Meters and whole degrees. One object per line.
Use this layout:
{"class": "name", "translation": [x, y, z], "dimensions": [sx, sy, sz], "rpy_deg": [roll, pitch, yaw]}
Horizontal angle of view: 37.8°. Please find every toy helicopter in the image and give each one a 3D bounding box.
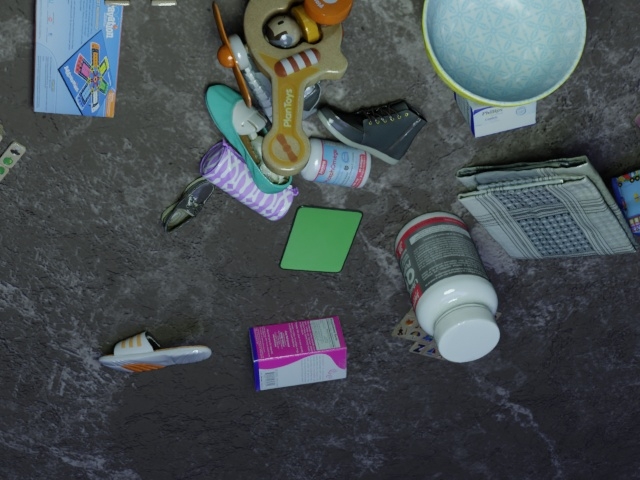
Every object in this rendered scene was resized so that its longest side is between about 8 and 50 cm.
{"class": "toy helicopter", "translation": [-0.071, -0.278, 1.574], "dimensions": [0.235, 0.355, 0.140], "rpy_deg": [3, 161, -7]}

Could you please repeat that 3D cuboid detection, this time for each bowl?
{"class": "bowl", "translation": [0.311, -0.368, 1.677], "dimensions": [0.289, 0.289, 0.156], "rpy_deg": [-10, 177, -4]}

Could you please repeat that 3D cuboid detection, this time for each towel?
{"class": "towel", "translation": [0.477, -0.055, 1.992], "dimensions": [0.312, 0.056, 0.324], "rpy_deg": [-3, 143, 40]}

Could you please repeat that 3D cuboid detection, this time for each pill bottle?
{"class": "pill bottle", "translation": [0.276, 0.100, 2.007], "dimensions": [0.176, 0.318, 0.176], "rpy_deg": [-6, 132, -7]}
{"class": "pill bottle", "translation": [0.013, -0.157, 1.865], "dimensions": [0.160, 0.087, 0.087], "rpy_deg": [7, 130, -20]}

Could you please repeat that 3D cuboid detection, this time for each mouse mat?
{"class": "mouse mat", "translation": [0.000, 0.000, 2.063], "dimensions": [0.152, 0.007, 0.190], "rpy_deg": [5, 132, -18]}

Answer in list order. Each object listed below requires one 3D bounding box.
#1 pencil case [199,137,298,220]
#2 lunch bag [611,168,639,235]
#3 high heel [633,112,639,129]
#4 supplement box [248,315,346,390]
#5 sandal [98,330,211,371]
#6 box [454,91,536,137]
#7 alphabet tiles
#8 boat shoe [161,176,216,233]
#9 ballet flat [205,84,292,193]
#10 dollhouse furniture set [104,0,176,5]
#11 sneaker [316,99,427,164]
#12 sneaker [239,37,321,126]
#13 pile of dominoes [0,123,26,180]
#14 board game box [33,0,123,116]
{"class": "pencil case", "translation": [-0.141, -0.117, 1.864], "dimensions": [0.206, 0.086, 0.088], "rpy_deg": [31, 123, -34]}
{"class": "lunch bag", "translation": [0.814, -0.075, 2.066], "dimensions": [0.221, 0.138, 0.293], "rpy_deg": [-21, 154, 34]}
{"class": "high heel", "translation": [0.778, -0.196, 1.997], "dimensions": [0.244, 0.117, 0.082], "rpy_deg": [24, 122, -31]}
{"class": "supplement box", "translation": [-0.054, 0.268, 2.222], "dimensions": [0.220, 0.114, 0.111], "rpy_deg": [-6, 132, -7]}
{"class": "sandal", "translation": [-0.376, 0.247, 2.147], "dimensions": [0.265, 0.076, 0.102], "rpy_deg": [-8, 156, 9]}
{"class": "box", "translation": [0.334, -0.275, 1.801], "dimensions": [0.126, 0.137, 0.072], "rpy_deg": [-13, 134, -2]}
{"class": "alphabet tiles", "translation": [0.305, 0.221, 2.340], "dimensions": [0.237, 0.009, 0.198], "rpy_deg": [16, 126, -26]}
{"class": "boat shoe", "translation": [-0.265, -0.068, 1.904], "dimensions": [0.056, 0.049, 0.152], "rpy_deg": [29, 119, -33]}
{"class": "ballet flat", "translation": [-0.122, -0.195, 1.765], "dimensions": [0.087, 0.083, 0.247], "rpy_deg": [-1, 128, 45]}
{"class": "dollhouse furniture set", "translation": [-0.330, -0.488, 1.424], "dimensions": [0.259, 0.135, 0.262], "rpy_deg": [-3, 126, -12]}
{"class": "sneaker", "translation": [0.100, -0.240, 1.826], "dimensions": [0.222, 0.083, 0.118], "rpy_deg": [20, 119, -38]}
{"class": "sneaker", "translation": [-0.070, -0.306, 1.724], "dimensions": [0.132, 0.086, 0.229], "rpy_deg": [-29, 138, 1]}
{"class": "pile of dominoes", "translation": [-0.691, -0.138, 1.742], "dimensions": [0.196, 0.040, 0.251], "rpy_deg": [30, 119, -34]}
{"class": "board game box", "translation": [-0.423, -0.342, 1.629], "dimensions": [0.145, 0.027, 0.281], "rpy_deg": [3, 131, -16]}
